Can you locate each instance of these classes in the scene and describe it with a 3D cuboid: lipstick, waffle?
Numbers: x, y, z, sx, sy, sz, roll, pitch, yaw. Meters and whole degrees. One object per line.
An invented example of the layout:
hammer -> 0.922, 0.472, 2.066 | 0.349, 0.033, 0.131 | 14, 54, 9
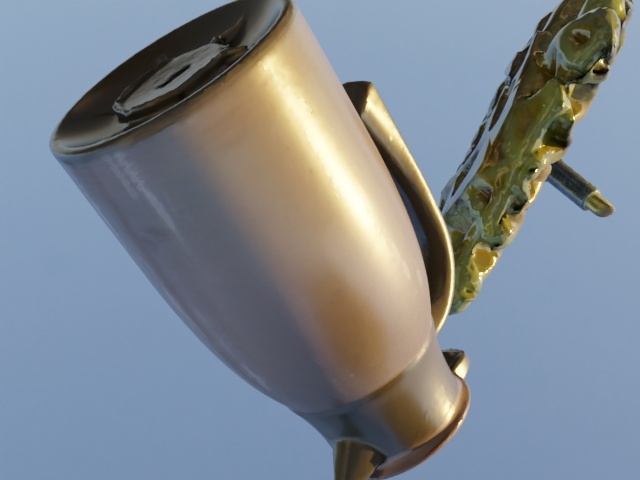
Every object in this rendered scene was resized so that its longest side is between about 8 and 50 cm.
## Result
lipstick -> 0.236, -0.056, 1.267 | 0.037, 0.037, 0.116 | -24, -133, -22
waffle -> 0.122, -0.065, 0.803 | 0.054, 0.223, 0.204 | 30, -163, 6

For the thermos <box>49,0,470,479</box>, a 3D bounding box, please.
thermos -> 0.000, 0.000, 0.532 | 0.105, 0.193, 0.137 | -12, -149, 41
